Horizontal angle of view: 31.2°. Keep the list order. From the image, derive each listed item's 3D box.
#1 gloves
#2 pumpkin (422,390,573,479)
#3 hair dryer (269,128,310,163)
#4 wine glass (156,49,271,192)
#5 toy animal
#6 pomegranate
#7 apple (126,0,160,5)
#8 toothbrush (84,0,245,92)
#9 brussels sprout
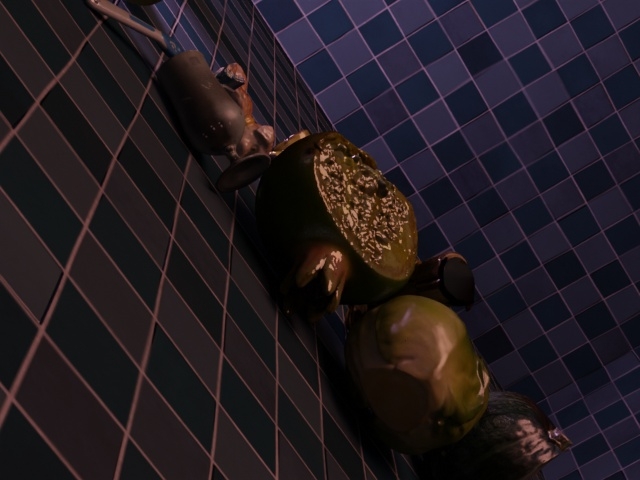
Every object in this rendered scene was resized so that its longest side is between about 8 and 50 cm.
[{"bbox_3d":[0.137,0.109,2.101,0.141,0.331,0.154,37,52,-23],"label":"gloves"},{"bbox_3d":[0.315,0.386,2.160,0.197,0.263,0.293,55,7,14],"label":"pumpkin"},{"bbox_3d":[-0.061,-0.163,2.495,0.135,0.090,0.278,62,16,3],"label":"hair dryer"},{"bbox_3d":[-0.178,-0.199,1.877,0.231,0.103,0.103,60,9,19],"label":"wine glass"},{"bbox_3d":[-0.150,-0.239,2.161,0.185,0.104,0.184,53,11,-12],"label":"toy animal"},{"bbox_3d":[0.000,0.000,1.937,0.310,0.216,0.358,51,42,-24],"label":"pomegranate"},{"bbox_3d":[-0.280,-0.604,1.960,0.311,0.320,0.360,-80,148,-79],"label":"apple"},{"bbox_3d":[-0.258,-0.322,1.904,0.386,0.040,0.040,24,34,-51],"label":"toothbrush"},{"bbox_3d":[0.157,0.223,1.912,0.259,0.227,0.294,62,19,2],"label":"brussels sprout"}]
